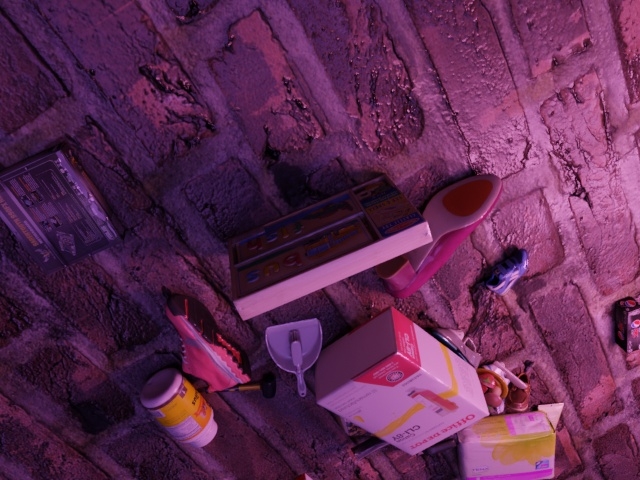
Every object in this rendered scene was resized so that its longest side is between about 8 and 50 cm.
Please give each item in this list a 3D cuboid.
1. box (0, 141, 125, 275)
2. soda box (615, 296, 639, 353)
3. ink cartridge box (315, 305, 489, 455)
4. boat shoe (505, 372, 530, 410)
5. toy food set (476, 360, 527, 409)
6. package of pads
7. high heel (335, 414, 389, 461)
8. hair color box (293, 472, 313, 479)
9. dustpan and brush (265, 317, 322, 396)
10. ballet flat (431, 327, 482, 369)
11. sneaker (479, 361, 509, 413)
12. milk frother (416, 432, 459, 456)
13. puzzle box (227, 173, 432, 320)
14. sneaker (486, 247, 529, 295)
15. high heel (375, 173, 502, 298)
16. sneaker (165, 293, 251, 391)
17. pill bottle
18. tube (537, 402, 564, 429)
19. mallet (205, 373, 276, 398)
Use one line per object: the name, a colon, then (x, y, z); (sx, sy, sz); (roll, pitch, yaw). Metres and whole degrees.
box: (-0.547, -0.061, 1.126); (0.183, 0.056, 0.231); (-24, 120, 2)
soda box: (0.922, 0.253, 1.624); (0.053, 0.060, 0.169); (-18, 121, -1)
ink cartridge box: (0.215, 0.385, 1.446); (0.384, 0.160, 0.279); (36, 119, -27)
boat shoe: (0.585, 0.445, 1.606); (0.064, 0.178, 0.060); (7, 103, 26)
toy food set: (0.463, 0.439, 1.565); (0.128, 0.071, 0.218); (45, 130, -4)
package of pads: (0.579, 0.655, 1.710); (0.296, 0.101, 0.229); (-9, 119, 5)
high heel: (0.146, 0.506, 1.580); (0.186, 0.093, 0.261); (-27, 118, -11)
hair color box: (-0.015, 0.813, 1.692); (0.053, 0.093, 0.167); (-35, 119, 8)
dustpan and brush: (-0.060, 0.317, 1.435); (0.147, 0.060, 0.211); (-10, 119, -8)
ballet flat: (0.385, 0.287, 1.528); (0.213, 0.072, 0.068); (46, 73, -29)
sneaker: (0.540, 0.442, 1.636); (0.083, 0.071, 0.191); (-23, 121, -7)
milk frother: (0.339, 0.567, 1.651); (0.134, 0.129, 0.143); (-15, 77, -5)
puzzle box: (0.000, 0.000, 1.159); (0.408, 0.272, 0.052); (-23, 120, -1)
sneaker: (0.495, 0.081, 1.440); (0.059, 0.053, 0.144); (22, 110, -20)
high heel: (0.299, -0.007, 1.344); (0.377, 0.127, 0.181); (-37, 148, 4)
sneaker: (-0.298, 0.268, 1.325); (0.136, 0.116, 0.314); (-30, 120, 6)
pill bottle: (-0.356, 0.436, 1.399); (0.117, 0.117, 0.215); (-28, 120, 3)
tube: (0.734, 0.633, 1.791); (0.070, 0.062, 0.240); (-27, 127, -48)
mallet: (-0.212, 0.405, 1.467); (0.189, 0.039, 0.062); (-8, 121, -3)
